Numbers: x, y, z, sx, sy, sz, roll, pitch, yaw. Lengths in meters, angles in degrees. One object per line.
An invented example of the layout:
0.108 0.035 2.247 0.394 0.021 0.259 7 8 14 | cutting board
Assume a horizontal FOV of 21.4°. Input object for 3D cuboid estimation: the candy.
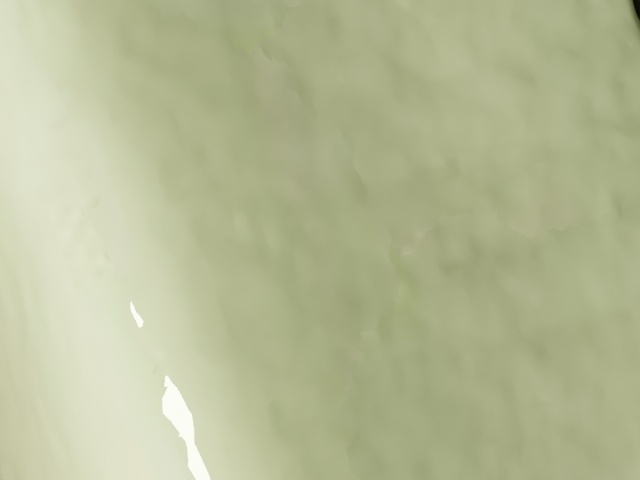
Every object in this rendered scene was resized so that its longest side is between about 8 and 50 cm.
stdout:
-0.001 0.000 0.497 0.145 0.208 0.358 -26 83 63 | candy
